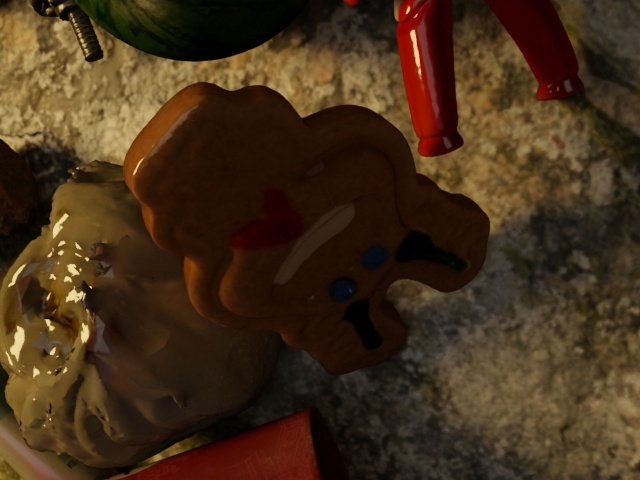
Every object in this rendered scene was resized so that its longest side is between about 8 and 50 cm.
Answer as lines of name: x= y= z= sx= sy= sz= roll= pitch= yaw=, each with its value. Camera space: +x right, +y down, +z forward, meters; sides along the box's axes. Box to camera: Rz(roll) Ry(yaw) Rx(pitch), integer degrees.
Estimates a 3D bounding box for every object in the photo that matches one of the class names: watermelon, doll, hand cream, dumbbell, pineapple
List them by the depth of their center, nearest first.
doll: x=0.080 y=-0.265 z=0.603 sx=0.188 sy=0.099 sz=0.384 roll=-23 pitch=105 yaw=-20
watermelon: x=-0.105 y=-0.268 z=0.649 sx=0.242 sy=0.242 sz=0.242 roll=1 pitch=94 yaw=18
dumbbell: x=-0.267 y=-0.293 z=0.785 sx=0.081 sy=0.081 sz=0.254 roll=-23 pitch=86 yaw=18
pineapple: x=-0.423 y=0.006 z=0.821 sx=0.277 sy=0.119 sz=0.130 roll=-33 pitch=58 yaw=11
hand cream: x=-0.309 y=0.178 z=0.826 sx=0.312 sy=0.111 sz=0.070 roll=45 pitch=115 yaw=4

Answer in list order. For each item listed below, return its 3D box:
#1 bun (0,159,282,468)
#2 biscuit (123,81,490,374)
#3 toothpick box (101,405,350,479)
bun: x=-0.170 y=0.068 z=0.712 sx=0.281 sy=0.205 sz=0.281 roll=1 pitch=95 yaw=16
biscuit: x=0.000 y=0.000 z=0.609 sx=0.202 sy=0.334 sz=0.047 roll=-44 pitch=44 yaw=12
toothpick box: x=-0.129 y=0.288 z=0.674 sx=0.333 sy=0.204 sz=0.204 roll=-20 pitch=87 yaw=2
